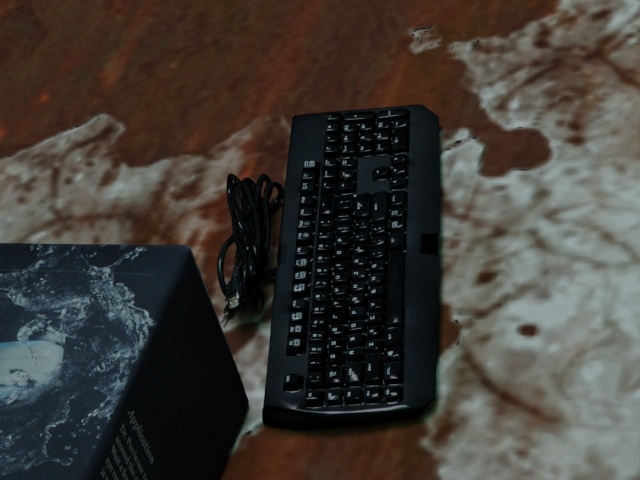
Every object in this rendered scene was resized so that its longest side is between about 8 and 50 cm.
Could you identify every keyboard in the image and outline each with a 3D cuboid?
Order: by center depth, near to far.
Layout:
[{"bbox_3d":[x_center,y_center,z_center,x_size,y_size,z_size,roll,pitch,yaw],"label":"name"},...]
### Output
[{"bbox_3d":[0.000,0.000,0.824,0.100,0.038,0.192,-9,40,11],"label":"keyboard"}]

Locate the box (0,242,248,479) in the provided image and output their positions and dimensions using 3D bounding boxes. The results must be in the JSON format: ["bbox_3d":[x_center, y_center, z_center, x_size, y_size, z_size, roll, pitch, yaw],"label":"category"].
[{"bbox_3d":[-0.131,0.084,0.735,0.156,0.093,0.158,1,43,21],"label":"box"}]
